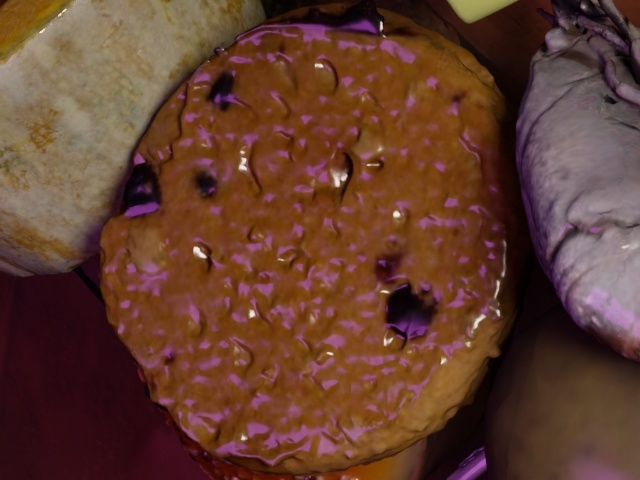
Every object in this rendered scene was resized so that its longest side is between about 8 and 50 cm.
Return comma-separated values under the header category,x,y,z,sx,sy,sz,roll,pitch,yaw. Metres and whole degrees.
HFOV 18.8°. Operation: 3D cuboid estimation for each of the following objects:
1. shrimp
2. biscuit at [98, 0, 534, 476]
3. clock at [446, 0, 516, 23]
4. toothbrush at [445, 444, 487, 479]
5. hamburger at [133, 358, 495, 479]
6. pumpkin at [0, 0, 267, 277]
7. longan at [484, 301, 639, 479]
category,x,y,z,sx,sy,sz,roll,pitch,yaw
shrimp,0.172,-0.065,1.054,0.116,0.145,0.343,74,-176,-47
biscuit,0.001,0.000,1.173,0.296,0.075,0.295,-3,83,27
clock,0.055,-0.246,1.111,0.170,0.069,0.232,49,-161,-41
toothbrush,0.057,0.200,1.326,0.386,0.040,0.040,-37,78,25
hamburger,-0.021,0.061,1.355,0.300,0.176,0.300,27,129,38
pumpkin,-0.189,-0.130,1.357,0.332,0.332,0.199,11,149,47
longan,0.203,0.133,1.083,0.246,0.215,0.246,26,133,31
